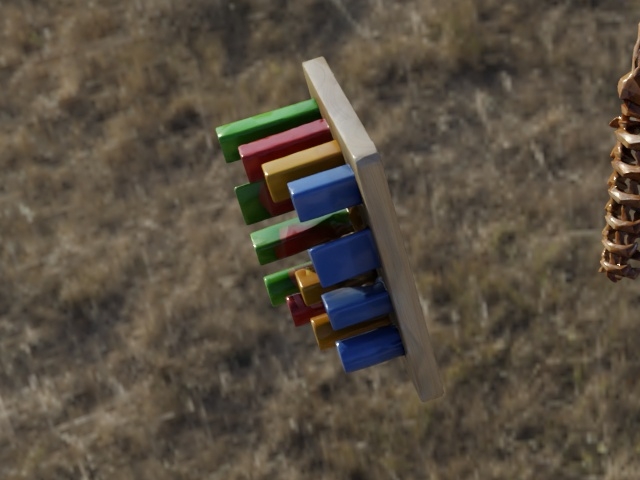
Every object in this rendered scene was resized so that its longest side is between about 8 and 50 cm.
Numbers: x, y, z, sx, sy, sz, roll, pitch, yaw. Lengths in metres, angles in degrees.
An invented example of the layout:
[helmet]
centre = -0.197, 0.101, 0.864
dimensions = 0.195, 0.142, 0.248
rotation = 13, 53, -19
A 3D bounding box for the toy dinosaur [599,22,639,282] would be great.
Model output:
[toy dinosaur]
centre = 0.264, -0.122, 0.849
dimensions = 0.218, 0.322, 0.164
rotation = 37, 33, 31

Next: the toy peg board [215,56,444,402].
[toy peg board]
centre = 0.000, 0.000, 0.885
dimensions = 0.079, 0.161, 0.161
rotation = -19, 28, -2
